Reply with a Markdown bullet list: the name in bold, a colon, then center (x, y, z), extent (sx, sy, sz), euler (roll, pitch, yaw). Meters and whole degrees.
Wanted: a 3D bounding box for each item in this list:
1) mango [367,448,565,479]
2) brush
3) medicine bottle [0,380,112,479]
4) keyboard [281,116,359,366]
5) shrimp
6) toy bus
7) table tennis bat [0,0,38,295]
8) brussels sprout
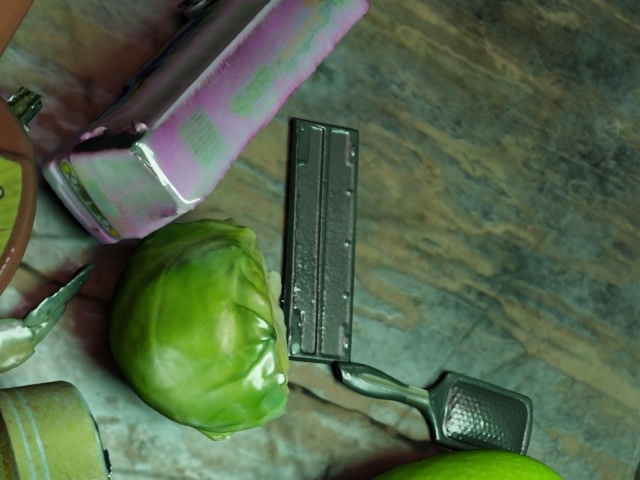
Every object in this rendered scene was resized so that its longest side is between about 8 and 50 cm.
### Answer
- **mango**: center (0.069, 0.263, 0.912), extent (0.343, 0.156, 0.192), euler (-28, 76, -32)
- **brush**: center (0.094, 0.133, 1.034), extent (0.193, 0.016, 0.062), euler (20, 70, -22)
- **medicine bottle**: center (-0.298, 0.176, 0.753), extent (0.323, 0.151, 0.151), euler (-5, 81, -27)
- **keyboard**: center (0.000, 0.000, 1.019), extent (0.064, 0.010, 0.198), euler (9, 75, -26)
- **shrimp**: center (-0.233, 0.001, 0.885), extent (0.150, 0.051, 0.217), euler (36, 74, -19)
- **toy bus**: center (-0.078, -0.117, 0.936), extent (0.090, 0.112, 0.274), euler (54, 55, -25)
- **table tennis bat**: center (-0.271, -0.049, 0.837), extent (0.200, 0.038, 0.310), euler (18, 69, 10)
- **brussels sprout**: center (-0.086, 0.065, 0.901), extent (0.122, 0.151, 0.149), euler (-7, 110, 1)
